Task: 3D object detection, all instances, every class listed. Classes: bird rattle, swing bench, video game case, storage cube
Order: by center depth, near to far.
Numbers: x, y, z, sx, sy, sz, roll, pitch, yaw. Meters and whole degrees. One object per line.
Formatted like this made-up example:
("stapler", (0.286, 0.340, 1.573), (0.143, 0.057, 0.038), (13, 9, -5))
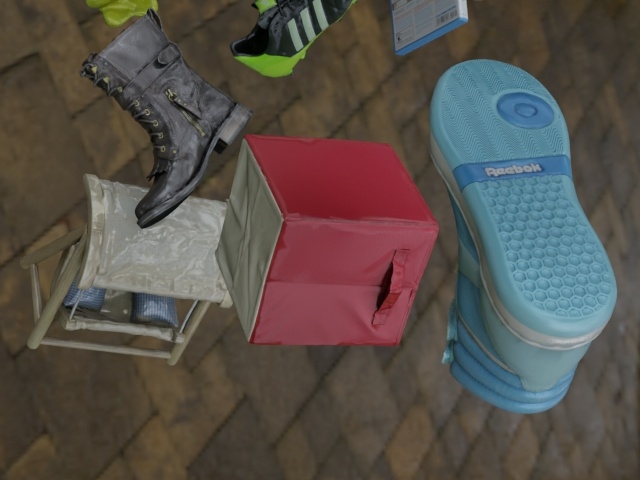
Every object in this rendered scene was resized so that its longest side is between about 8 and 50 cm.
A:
("video game case", (0.122, -0.314, 1.675), (0.015, 0.119, 0.166), (7, 72, -36))
("storage cube", (0.000, 0.000, 1.706), (0.193, 0.184, 0.215), (2, 35, -22))
("bird rattle", (-0.294, -0.443, 2.096), (0.207, 0.143, 0.253), (31, 31, -22))
("swing bench", (-0.275, 0.047, 2.117), (0.253, 0.254, 0.165), (9, 54, -34))

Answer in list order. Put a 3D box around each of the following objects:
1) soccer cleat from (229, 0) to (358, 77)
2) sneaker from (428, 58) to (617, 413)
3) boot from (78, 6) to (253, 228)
("soccer cleat", (-0.019, -0.226, 1.364), (0.072, 0.179, 0.060), (14, 41, -35))
("sneaker", (0.150, 0.008, 1.250), (0.208, 0.127, 0.319), (99, -13, -48))
("boot", (-0.243, -0.170, 1.988), (0.229, 0.091, 0.263), (40, 64, -7))
